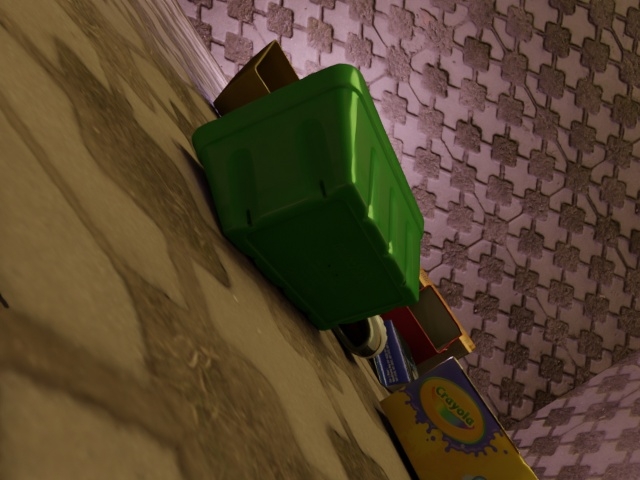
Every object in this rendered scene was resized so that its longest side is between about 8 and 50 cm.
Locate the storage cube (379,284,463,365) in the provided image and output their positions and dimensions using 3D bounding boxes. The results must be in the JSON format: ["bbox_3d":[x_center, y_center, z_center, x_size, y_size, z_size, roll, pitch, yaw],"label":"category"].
[{"bbox_3d":[0.295,0.283,1.498,0.183,0.193,0.215,-16,68,-48],"label":"storage cube"}]

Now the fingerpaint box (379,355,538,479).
[{"bbox_3d":[0.311,0.474,0.793,0.445,0.163,0.371,60,3,39],"label":"fingerpaint box"}]

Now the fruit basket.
[{"bbox_3d":[-0.016,-0.090,0.733,0.392,0.282,0.393,-19,90,-75],"label":"fruit basket"}]

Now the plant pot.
[{"bbox_3d":[-0.168,-0.390,1.312,0.212,0.187,0.212,55,33,-31],"label":"plant pot"}]

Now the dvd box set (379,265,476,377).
[{"bbox_3d":[0.303,0.267,1.657,0.062,0.308,0.421,-14,65,-46],"label":"dvd box set"}]

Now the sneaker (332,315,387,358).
[{"bbox_3d":[0.036,0.098,0.897,0.272,0.100,0.108,58,9,16],"label":"sneaker"}]

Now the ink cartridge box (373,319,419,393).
[{"bbox_3d":[0.198,0.316,1.216,0.333,0.065,0.166,50,22,-56],"label":"ink cartridge box"}]
